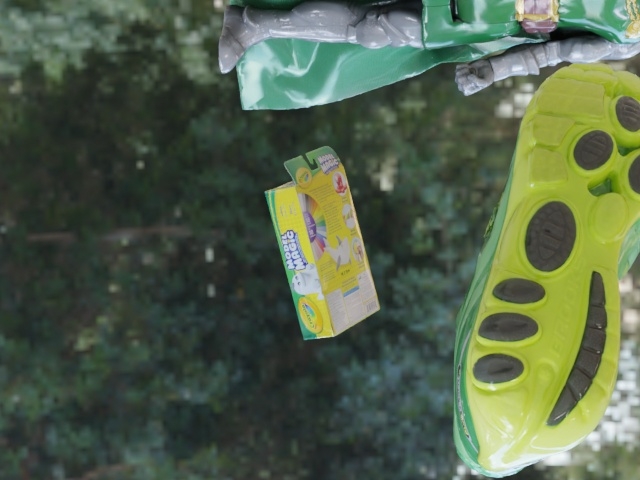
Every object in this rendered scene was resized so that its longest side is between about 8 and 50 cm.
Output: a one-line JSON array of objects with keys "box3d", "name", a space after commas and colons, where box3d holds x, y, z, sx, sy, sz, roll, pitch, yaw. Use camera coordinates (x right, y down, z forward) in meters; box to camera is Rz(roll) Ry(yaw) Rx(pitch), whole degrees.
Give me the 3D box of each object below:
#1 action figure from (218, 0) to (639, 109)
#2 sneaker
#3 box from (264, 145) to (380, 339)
[{"box3d": [0.068, -0.111, 0.723, 0.232, 0.137, 0.063, -1, -139, 9], "name": "action figure"}, {"box3d": [0.135, 0.009, 0.963, 0.109, 0.123, 0.295, 29, -125, -1], "name": "sneaker"}, {"box3d": [0.000, 0.000, 1.652, 0.043, 0.179, 0.105, -8, -171, 31], "name": "box"}]
